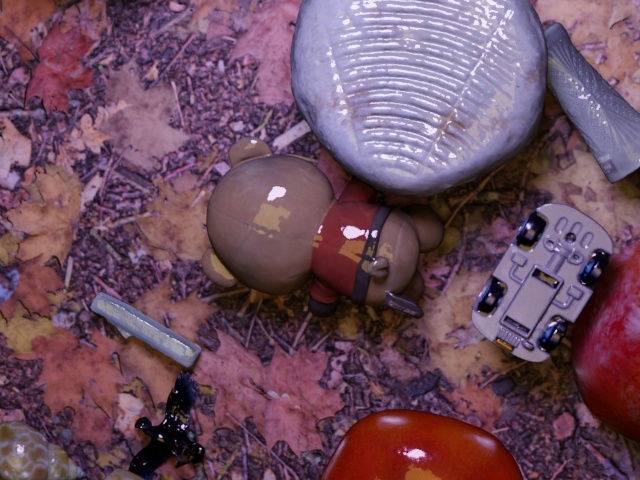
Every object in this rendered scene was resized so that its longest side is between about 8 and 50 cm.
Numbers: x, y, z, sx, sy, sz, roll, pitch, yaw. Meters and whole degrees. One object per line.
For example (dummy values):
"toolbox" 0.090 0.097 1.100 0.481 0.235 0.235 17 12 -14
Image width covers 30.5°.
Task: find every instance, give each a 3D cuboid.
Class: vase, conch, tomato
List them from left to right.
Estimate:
"conch" -0.466 0.331 1.783 0.173 0.106 0.116 -14 87 21
"tomato" 0.137 0.364 1.626 0.299 0.226 0.298 2 96 16
"vase" 0.360 -0.189 1.578 0.096 0.096 0.219 -40 88 12
"tomato" 0.472 0.150 1.568 0.309 0.170 0.309 1 97 8

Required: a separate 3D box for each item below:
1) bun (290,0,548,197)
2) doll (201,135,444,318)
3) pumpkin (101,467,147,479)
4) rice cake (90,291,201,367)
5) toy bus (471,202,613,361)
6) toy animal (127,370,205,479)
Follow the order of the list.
"bun" 0.131 -0.223 1.553 0.354 0.194 0.354 1 94 13
"doll" 0.000 0.000 1.620 0.330 0.174 0.235 17 107 5
"pumpkin" -0.319 0.474 1.680 0.332 0.332 0.199 -42 77 12
"rice cake" -0.264 0.136 1.754 0.180 0.030 0.042 29 104 5
"toy bus" 0.303 0.049 1.597 0.126 0.136 0.209 31 101 5
"toy animal" -0.230 0.300 1.767 0.108 0.062 0.220 31 104 22
